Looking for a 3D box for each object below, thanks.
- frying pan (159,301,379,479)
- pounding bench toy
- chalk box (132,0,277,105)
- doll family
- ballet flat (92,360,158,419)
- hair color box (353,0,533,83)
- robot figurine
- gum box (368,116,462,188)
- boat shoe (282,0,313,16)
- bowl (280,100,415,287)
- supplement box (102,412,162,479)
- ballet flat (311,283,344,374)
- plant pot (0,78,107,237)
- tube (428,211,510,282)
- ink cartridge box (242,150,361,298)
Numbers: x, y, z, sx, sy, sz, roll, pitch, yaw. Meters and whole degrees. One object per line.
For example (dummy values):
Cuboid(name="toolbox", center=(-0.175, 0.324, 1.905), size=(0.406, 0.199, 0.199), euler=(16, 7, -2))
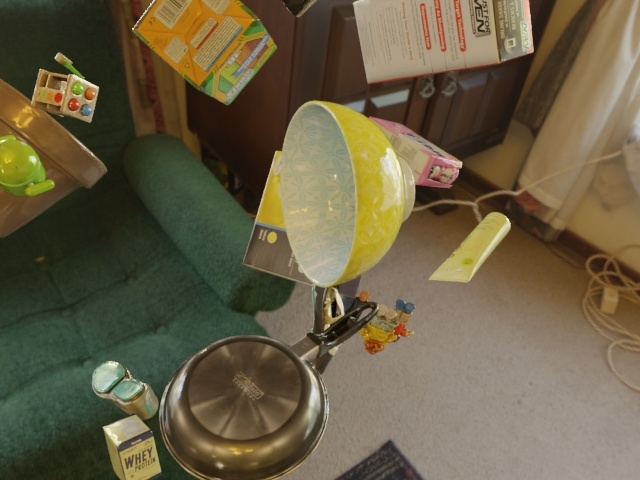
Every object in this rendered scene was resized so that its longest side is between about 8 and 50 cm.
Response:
Cuboid(name="frying pan", center=(-0.028, 0.170, 0.643), size=(0.326, 0.053, 0.197), euler=(-14, 45, -19))
Cuboid(name="pounding bench toy", center=(-0.345, -0.214, 0.736), size=(0.065, 0.083, 0.052), euler=(14, 0, 20))
Cuboid(name="chalk box", center=(-0.222, -0.417, 1.129), size=(0.179, 0.180, 0.289), euler=(42, 9, 0))
Cuboid(name="doll family", center=(0.100, 0.201, 1.341), size=(0.262, 0.163, 0.118), euler=(28, 42, 14))
Cuboid(name="ballet flat", center=(-0.374, 0.290, 1.013), size=(0.072, 0.068, 0.213), euler=(-40, 28, -31))
Cuboid(name="hair color box", center=(0.090, -0.168, 0.417), size=(0.043, 0.072, 0.141), euler=(-23, 21, -29))
Cuboid(name="robot figurine", center=(-0.445, -0.106, 0.781), size=(0.067, 0.115, 0.101), euler=(-38, 92, -21))
Cuboid(name="gum box", center=(0.178, -0.171, 1.050), size=(0.107, 0.062, 0.188), euler=(0, 33, -43))
Cuboid(name="boat shoe", center=(-0.022, -0.545, 0.992), size=(0.158, 0.127, 0.341), euler=(44, 36, -15))
Cuboid(name="bowl", center=(0.056, -0.077, 0.860), size=(0.156, 0.290, 0.289), euler=(-7, 41, -25))
Cuboid(name="supplement box", center=(-0.309, 0.345, 0.873), size=(0.056, 0.083, 0.083), euler=(-18, 17, -35))
Cuboid(name="ballet flat", center=(0.016, 0.174, 1.111), size=(0.074, 0.074, 0.203), euler=(3, 67, -6))
Cuboid(name="plant pot", center=(-0.579, -0.134, 0.997), size=(0.263, 0.263, 0.229), euler=(30, 77, 26))
Cuboid(name="tube", center=(0.330, 0.020, 1.140), size=(0.062, 0.070, 0.240), euler=(42, 53, 13))
Cuboid(name="ink cartridge box", center=(-0.018, -0.047, 1.276), size=(0.307, 0.304, 0.072), euler=(13, -6, 34))
